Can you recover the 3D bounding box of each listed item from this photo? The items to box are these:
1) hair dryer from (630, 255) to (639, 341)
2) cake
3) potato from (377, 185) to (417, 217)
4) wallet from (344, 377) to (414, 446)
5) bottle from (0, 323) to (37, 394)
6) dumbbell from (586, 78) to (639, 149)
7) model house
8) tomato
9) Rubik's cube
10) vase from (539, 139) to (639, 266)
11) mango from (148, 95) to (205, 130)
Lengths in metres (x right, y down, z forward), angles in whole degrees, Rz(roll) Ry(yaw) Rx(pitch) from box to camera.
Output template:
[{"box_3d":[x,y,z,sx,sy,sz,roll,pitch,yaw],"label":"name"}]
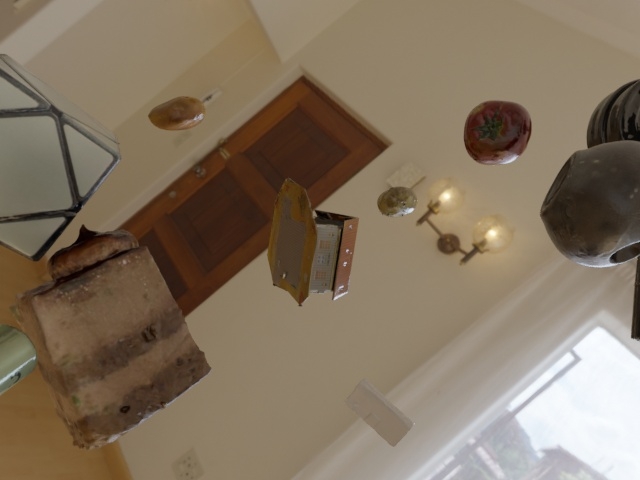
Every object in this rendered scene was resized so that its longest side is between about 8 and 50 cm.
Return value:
[{"box_3d":[0.590,0.082,0.691,0.050,0.173,0.194,16,-10,-26],"label":"hair dryer"},{"box_3d":[-0.328,0.124,0.670,0.196,0.198,0.293,-9,-75,53],"label":"cake"},{"box_3d":[0.181,-0.091,1.053,0.138,0.091,0.070,-23,107,-70],"label":"potato"},{"box_3d":[0.074,0.217,0.569,0.083,0.044,0.011,40,13,12],"label":"wallet"},{"box_3d":[-0.381,0.160,0.435,0.072,0.072,0.201,50,19,-8],"label":"bottle"},{"box_3d":[0.522,-0.168,0.587,0.185,0.185,0.388,50,-3,0],"label":"dumbbell"},{"box_3d":[0.000,0.000,0.869,0.135,0.220,0.207,3,11,-28],"label":"model house"},{"box_3d":[0.234,-0.140,0.592,0.087,0.087,0.075,49,24,21],"label":"tomato"},{"box_3d":[-0.448,-0.130,0.669,0.207,0.205,0.205,38,1,-32],"label":"Rubik's cube"},{"box_3d":[0.304,-0.015,0.406,0.182,0.120,0.120,26,-8,14],"label":"vase"},{"box_3d":[-0.287,-0.251,0.899,0.080,0.114,0.061,-87,163,-81],"label":"mango"}]
